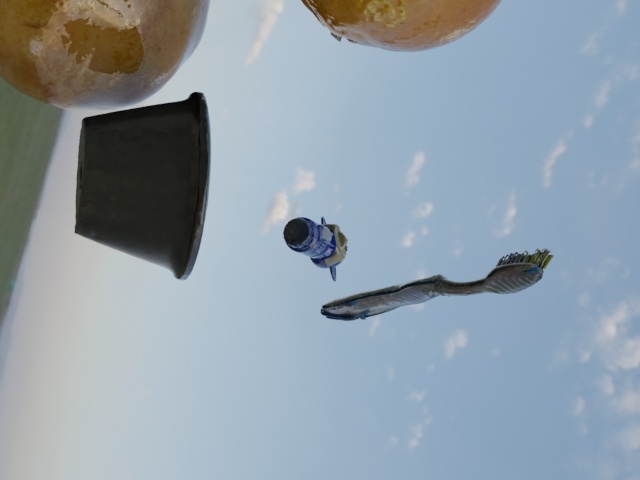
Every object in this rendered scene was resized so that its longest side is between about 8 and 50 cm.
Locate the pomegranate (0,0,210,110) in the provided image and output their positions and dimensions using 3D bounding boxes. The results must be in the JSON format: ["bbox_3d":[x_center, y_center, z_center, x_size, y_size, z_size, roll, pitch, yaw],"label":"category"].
[{"bbox_3d":[-0.370,-0.419,1.233,0.417,0.417,0.416,-165,-90,-70],"label":"pomegranate"}]

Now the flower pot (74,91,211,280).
[{"bbox_3d":[-0.252,-0.084,1.069,0.269,0.166,0.269,-173,-90,-72],"label":"flower pot"}]

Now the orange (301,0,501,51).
[{"bbox_3d":[0.066,-0.270,0.683,0.193,0.219,0.219,-34,-141,28],"label":"orange"}]

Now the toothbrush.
[{"bbox_3d":[0.108,0.063,0.910,0.042,0.035,0.413,-50,-164,-30],"label":"toothbrush"}]

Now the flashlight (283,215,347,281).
[{"bbox_3d":[0.000,0.000,0.612,0.121,0.035,0.057,30,49,-75],"label":"flashlight"}]
